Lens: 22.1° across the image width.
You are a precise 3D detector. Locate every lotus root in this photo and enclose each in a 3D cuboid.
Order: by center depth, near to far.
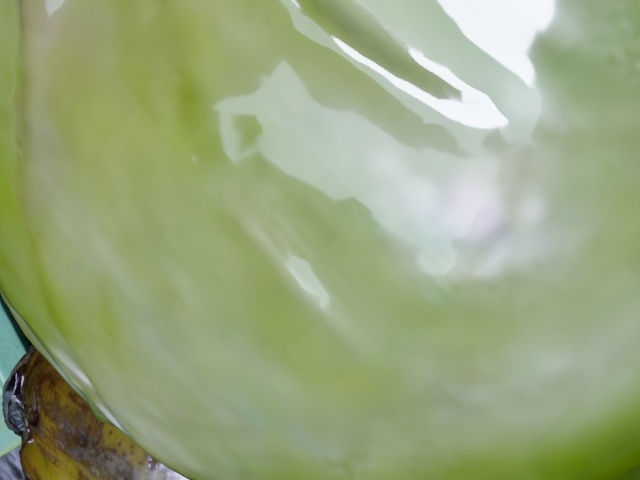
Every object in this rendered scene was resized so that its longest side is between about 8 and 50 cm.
[{"bbox_3d":[-0.068,0.104,0.795,0.209,0.120,0.120,26,131,27],"label":"lotus root"}]

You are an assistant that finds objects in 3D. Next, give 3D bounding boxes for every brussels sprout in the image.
[{"bbox_3d":[0.021,-0.055,0.506,0.328,0.247,0.328,10,107,35],"label":"brussels sprout"}]

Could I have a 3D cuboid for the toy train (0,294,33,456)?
[{"bbox_3d":[-0.279,0.032,0.893,0.301,0.202,0.120,64,159,-9],"label":"toy train"}]
